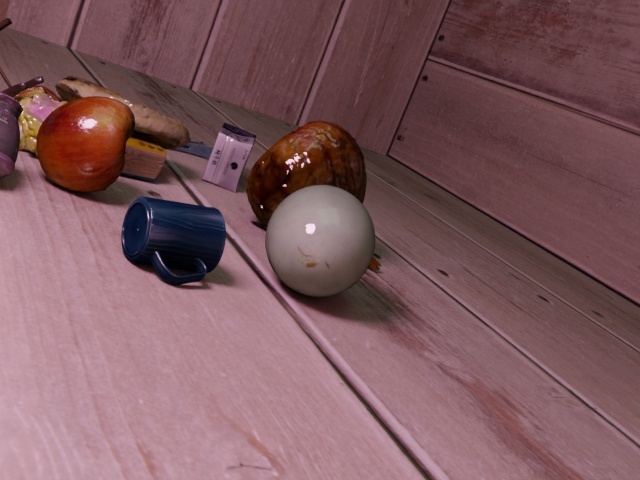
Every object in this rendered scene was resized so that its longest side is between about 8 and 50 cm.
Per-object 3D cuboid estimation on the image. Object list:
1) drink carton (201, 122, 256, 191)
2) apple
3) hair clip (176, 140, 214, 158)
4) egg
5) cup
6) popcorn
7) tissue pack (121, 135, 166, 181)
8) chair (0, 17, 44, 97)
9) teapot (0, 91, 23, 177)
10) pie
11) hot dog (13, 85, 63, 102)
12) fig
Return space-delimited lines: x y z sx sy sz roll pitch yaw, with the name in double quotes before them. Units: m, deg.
"drink carton" -0.240 -0.223 2.232 0.101 0.134 0.222 23 13 -9
"apple" -0.444 -0.189 1.606 0.173 0.195 0.160 -1 -25 21
"hair clip" -0.402 -0.263 2.368 0.070 0.039 0.229 31 20 37
"egg" 0.000 0.000 1.550 0.203 0.203 0.283 22 18 -1
"cup" -0.235 -0.003 1.374 0.138 0.113 0.150 10 16 -38
"popcorn" -0.572 -0.234 1.752 0.145 0.126 0.125 50 30 1
"tissue pack" -0.449 -0.199 1.892 0.169 0.082 0.120 12 13 -39
"chair" -0.801 -0.349 1.836 0.160 0.319 0.186 -97 162 -72
"teapot" -0.564 -0.182 1.464 0.116 0.146 0.148 1 -22 30
"pie" -0.464 -0.288 1.979 0.339 0.077 0.339 21 -7 3
"hot dog" -0.664 -0.320 2.008 0.123 0.093 0.261 25 11 -8
"fig" 0.024 -0.083 1.907 0.368 0.286 0.286 44 12 -3
